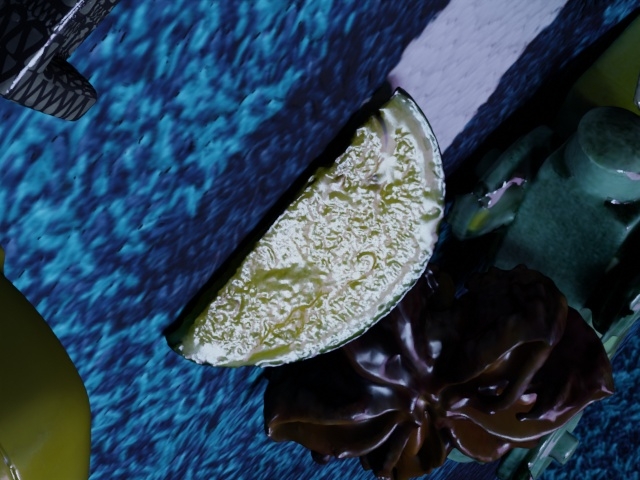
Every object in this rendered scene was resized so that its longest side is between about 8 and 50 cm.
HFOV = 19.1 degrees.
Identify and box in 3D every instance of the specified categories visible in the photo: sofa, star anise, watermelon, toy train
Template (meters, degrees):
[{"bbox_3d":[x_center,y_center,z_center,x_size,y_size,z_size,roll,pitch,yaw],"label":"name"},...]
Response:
[{"bbox_3d":[-0.064,-0.096,0.600,0.118,0.039,0.060,-49,166,7],"label":"sofa"},{"bbox_3d":[0.071,0.073,1.211,0.220,0.126,0.190,-9,156,13],"label":"star anise"},{"bbox_3d":[-0.001,-0.002,1.033,0.092,0.075,0.181,37,96,-31],"label":"watermelon"},{"bbox_3d":[0.186,0.012,1.375,0.253,0.160,0.397,-45,165,-35],"label":"toy train"}]

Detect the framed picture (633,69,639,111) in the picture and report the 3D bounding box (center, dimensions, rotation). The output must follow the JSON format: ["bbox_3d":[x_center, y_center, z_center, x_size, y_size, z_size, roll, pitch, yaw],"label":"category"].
[{"bbox_3d":[0.227,-0.163,1.069,0.296,0.019,0.232,13,90,-73],"label":"framed picture"}]

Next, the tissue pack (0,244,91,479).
[{"bbox_3d":[-0.146,0.083,0.661,0.127,0.123,0.178,-34,160,-31],"label":"tissue pack"}]
